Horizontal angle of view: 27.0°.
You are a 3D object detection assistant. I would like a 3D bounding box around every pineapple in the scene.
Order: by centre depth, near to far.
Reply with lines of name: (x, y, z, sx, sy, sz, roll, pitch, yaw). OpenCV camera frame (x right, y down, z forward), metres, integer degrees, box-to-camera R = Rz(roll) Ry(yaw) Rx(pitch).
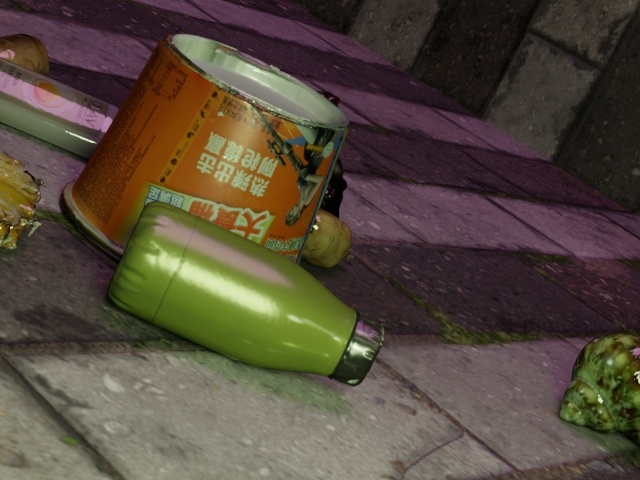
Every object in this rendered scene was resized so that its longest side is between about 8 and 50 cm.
pineapple: (-0.360, -0.056, 1.263, 0.221, 0.047, 0.221, 29, 20, -12)

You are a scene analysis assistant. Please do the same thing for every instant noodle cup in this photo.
instant noodle cup: (-0.113, -0.086, 1.477, 0.296, 0.214, 0.296, 25, 16, -8)

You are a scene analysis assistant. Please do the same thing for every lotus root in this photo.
lotus root: (0.000, 0.000, 1.650, 0.152, 0.072, 0.063, 33, 37, -57)

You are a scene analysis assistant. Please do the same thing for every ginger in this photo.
ginger: (-0.411, -0.231, 1.736, 0.095, 0.069, 0.190, -3, 12, 13)

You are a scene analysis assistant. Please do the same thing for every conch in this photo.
conch: (0.373, 0.180, 1.589, 0.181, 0.124, 0.187, 14, -6, -10)

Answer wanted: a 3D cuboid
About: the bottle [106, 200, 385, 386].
bottle: (-0.067, 0.060, 1.273, 0.260, 0.112, 0.112, 24, 16, -7)

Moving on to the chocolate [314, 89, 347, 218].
chocolate: (-0.044, -0.128, 1.795, 0.206, 0.177, 0.224, 12, 20, -42)

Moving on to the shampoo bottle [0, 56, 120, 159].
shampoo bottle: (-0.330, -0.158, 1.638, 0.227, 0.056, 0.086, 24, 44, -11)
